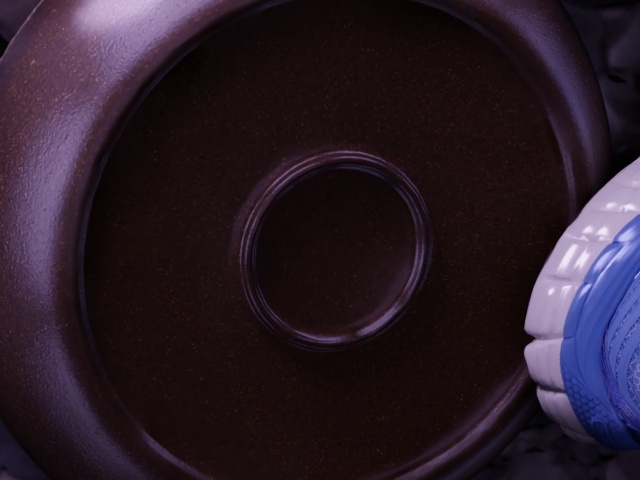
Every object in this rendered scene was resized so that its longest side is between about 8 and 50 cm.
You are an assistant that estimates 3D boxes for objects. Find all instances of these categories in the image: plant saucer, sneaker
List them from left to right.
[{"bbox_3d":[0.000,0.000,0.801,0.310,0.050,0.311,-6,108,-20],"label":"plant saucer"},{"bbox_3d":[0.231,-0.038,0.814,0.130,0.147,0.330,43,73,-44],"label":"sneaker"}]
